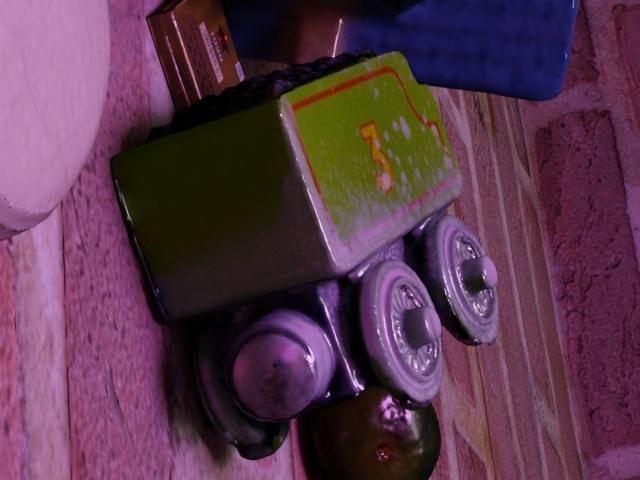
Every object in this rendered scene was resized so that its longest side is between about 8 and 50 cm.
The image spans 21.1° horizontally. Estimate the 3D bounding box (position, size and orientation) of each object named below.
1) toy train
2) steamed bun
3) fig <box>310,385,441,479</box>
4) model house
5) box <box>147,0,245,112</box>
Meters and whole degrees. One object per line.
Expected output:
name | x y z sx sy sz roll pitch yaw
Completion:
toy train | 0.000 0.000 1.214 0.307 0.173 0.249 -31 102 -63
steamed bun | -0.176 -0.088 0.742 0.228 0.130 0.177 -61 145 -71
fig | 0.044 0.152 1.437 0.177 0.117 0.117 -84 158 -79
model house | 0.103 -0.294 1.359 0.382 0.334 0.343 104 -5 -77
box | -0.093 -0.145 1.321 0.133 0.023 0.090 -64 140 -68
